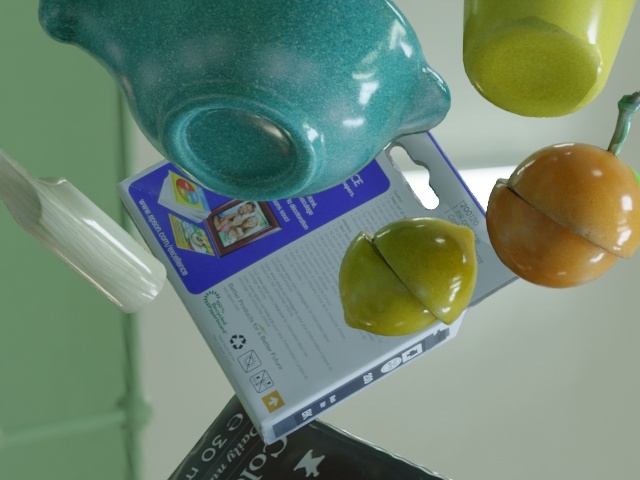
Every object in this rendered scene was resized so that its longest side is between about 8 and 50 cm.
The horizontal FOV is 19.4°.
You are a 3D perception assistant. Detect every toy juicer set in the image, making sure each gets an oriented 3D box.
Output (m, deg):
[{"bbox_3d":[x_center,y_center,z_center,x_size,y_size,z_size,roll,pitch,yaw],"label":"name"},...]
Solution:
[{"bbox_3d":[-0.015,-0.046,0.798,0.329,0.209,0.089,-2,-130,21],"label":"toy juicer set"}]

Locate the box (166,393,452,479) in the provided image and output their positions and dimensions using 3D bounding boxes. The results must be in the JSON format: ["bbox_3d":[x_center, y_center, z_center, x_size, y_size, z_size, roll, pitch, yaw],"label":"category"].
[{"bbox_3d":[0.005,0.412,1.271,0.480,0.297,0.472,-52,-146,-15],"label":"box"}]

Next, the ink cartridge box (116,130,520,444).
[{"bbox_3d":[0.000,0.000,1.274,0.206,0.208,0.045,58,-8,21],"label":"ink cartridge box"}]
